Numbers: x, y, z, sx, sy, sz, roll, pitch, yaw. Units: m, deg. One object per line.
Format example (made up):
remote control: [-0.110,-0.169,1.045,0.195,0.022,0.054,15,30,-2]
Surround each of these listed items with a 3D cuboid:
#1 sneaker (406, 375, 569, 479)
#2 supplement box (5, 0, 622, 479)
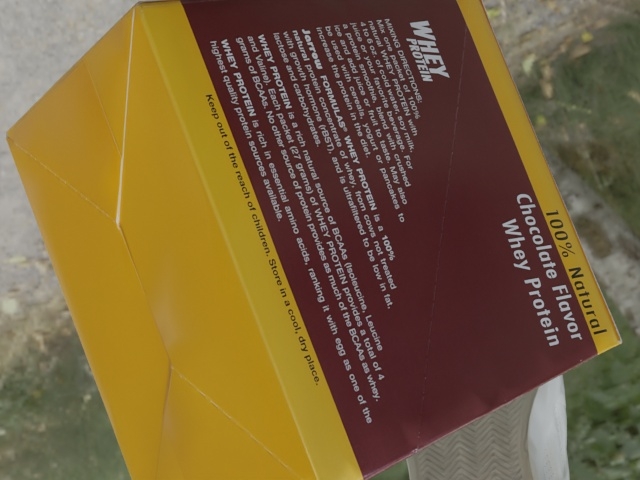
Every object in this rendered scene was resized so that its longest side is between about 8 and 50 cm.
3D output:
sneaker: [0.117,0.162,0.655,0.108,0.292,0.169,-13,126,20]
supplement box: [0.000,0.000,0.475,0.194,0.191,0.129,-18,174,-41]
